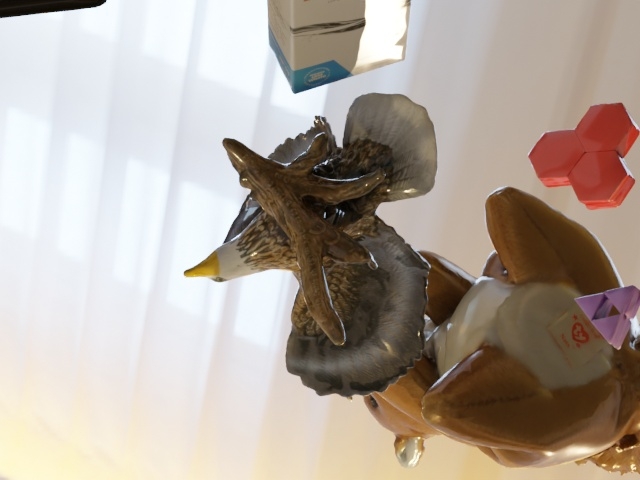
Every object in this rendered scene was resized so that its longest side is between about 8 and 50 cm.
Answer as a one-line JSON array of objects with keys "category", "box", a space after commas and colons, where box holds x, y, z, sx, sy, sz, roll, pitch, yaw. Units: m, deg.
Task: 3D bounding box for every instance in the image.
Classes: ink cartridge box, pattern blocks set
[{"category": "ink cartridge box", "box": [0.014, -0.200, 1.167, 0.104, 0.180, 0.060, -19, -117, -10]}, {"category": "pattern blocks set", "box": [0.309, -0.036, 0.960, 0.026, 0.325, 0.285, 40, -151, -50]}]

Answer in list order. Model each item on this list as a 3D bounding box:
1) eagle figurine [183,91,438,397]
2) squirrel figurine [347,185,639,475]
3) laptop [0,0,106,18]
[{"category": "eagle figurine", "box": [-0.011, 0.000, 1.303, 0.225, 0.226, 0.298, 11, 167, 12]}, {"category": "squirrel figurine", "box": [0.215, 0.165, 1.694, 0.397, 0.370, 0.281, 21, -116, -19]}, {"category": "laptop", "box": [-0.373, -0.322, 1.322, 0.382, 0.236, 0.408, -6, -166, -1]}]
